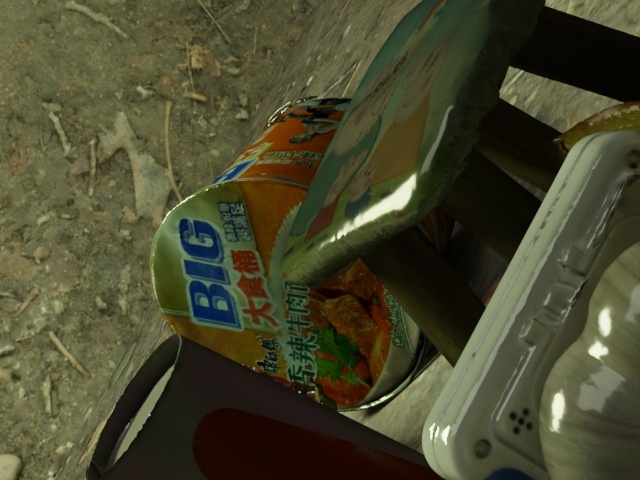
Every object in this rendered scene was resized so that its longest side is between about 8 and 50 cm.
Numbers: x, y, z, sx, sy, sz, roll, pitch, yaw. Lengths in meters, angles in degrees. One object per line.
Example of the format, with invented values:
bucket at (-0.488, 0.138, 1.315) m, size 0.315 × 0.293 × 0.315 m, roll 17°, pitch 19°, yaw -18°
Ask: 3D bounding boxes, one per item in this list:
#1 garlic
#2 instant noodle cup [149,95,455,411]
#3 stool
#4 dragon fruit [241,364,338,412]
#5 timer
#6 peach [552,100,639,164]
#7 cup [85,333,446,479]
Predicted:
garlic at (0.256, 0.088, 1.013) m, size 0.257 × 0.207 × 0.207 m, roll -25°, pitch -2°, yaw -26°
instant noodle cup at (0.000, 0.000, 1.821) m, size 0.296 × 0.296 × 0.214 m, roll -47°, pitch 10°, yaw 41°
stool at (0.150, -0.069, 1.514) m, size 0.310 × 0.226 × 0.310 m, roll -30°, pitch 31°, yaw 61°
dragon fruit at (-0.066, 0.215, 1.698) m, size 0.147 × 0.211 × 0.282 m, roll -67°, pitch 13°, yaw -19°
timer at (0.192, 0.072, 1.137) m, size 0.253 × 0.178 × 0.078 m, roll -61°, pitch 18°, yaw -11°
peach at (0.252, -0.039, 1.303) m, size 0.172 × 0.092 × 0.127 m, roll 6°, pitch 50°, yaw 50°
cup at (-0.026, 0.203, 1.389) m, size 0.203 × 0.288 × 0.203 m, roll -52°, pitch 14°, yaw 18°
